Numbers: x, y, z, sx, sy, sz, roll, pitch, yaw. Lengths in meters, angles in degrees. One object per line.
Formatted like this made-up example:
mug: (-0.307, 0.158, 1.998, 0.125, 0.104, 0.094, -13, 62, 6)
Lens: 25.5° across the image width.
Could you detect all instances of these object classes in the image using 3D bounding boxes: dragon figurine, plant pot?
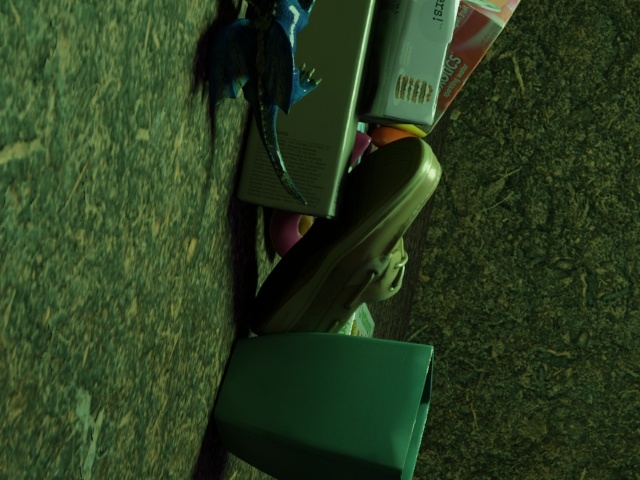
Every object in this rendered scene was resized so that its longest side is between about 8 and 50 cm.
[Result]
dragon figurine: (-0.055, -0.169, 1.343, 0.144, 0.085, 0.289, -44, 139, -71)
plant pot: (0.002, 0.205, 1.681, 0.165, 0.234, 0.166, 85, 19, -60)

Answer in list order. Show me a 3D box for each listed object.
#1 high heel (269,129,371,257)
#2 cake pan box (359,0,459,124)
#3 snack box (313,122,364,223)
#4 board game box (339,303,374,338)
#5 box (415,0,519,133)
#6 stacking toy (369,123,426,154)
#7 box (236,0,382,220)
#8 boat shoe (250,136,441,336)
high heel: (0.001, -0.054, 1.723, 0.244, 0.117, 0.082, 91, 11, -45)
cake pan box: (0.090, -0.268, 1.648, 0.246, 0.070, 0.267, -157, -101, -71)
snack box: (0.000, 0.000, 1.961, 0.187, 0.060, 0.322, -60, 160, -62)
board game box: (0.039, 0.205, 2.457, 0.305, 0.053, 0.193, 63, 39, -75)
box: (0.169, -0.307, 2.004, 0.142, 0.154, 0.300, -58, -179, -30)
stacking toy: (0.152, -0.227, 2.409, 0.141, 0.141, 0.330, 29, 76, -80)
box: (-0.009, -0.166, 1.562, 0.094, 0.113, 0.275, 16, 86, -81)
boat shoe: (0.047, 0.012, 1.655, 0.341, 0.110, 0.122, -47, -157, 38)
